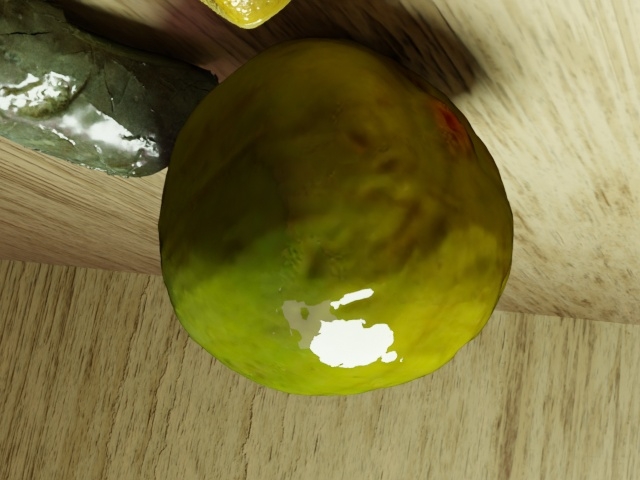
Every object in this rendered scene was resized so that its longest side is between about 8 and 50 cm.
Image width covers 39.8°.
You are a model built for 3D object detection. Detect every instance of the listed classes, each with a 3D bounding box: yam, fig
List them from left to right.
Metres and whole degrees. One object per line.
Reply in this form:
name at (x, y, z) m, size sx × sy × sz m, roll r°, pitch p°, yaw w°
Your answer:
yam at (-0.241, -0.149, 0.871) m, size 0.254 × 0.154 × 0.154 m, roll 15°, pitch 168°, yaw -33°
fig at (-0.002, -0.012, 0.830) m, size 0.343 × 0.343 × 0.343 m, roll 10°, pitch 169°, yaw 2°

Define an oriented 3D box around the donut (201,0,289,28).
donut at (-0.074, -0.192, 0.560) m, size 0.152 × 0.058 × 0.152 m, roll 39°, pitch -177°, yaw -3°
